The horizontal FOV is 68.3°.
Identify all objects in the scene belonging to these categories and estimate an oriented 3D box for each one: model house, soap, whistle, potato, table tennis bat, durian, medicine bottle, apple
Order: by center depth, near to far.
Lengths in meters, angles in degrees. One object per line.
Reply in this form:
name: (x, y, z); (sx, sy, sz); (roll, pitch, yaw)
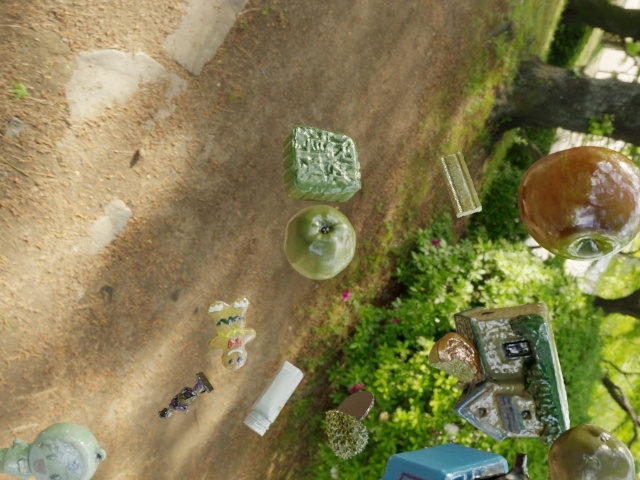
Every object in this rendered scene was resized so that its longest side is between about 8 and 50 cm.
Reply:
apple: (0.440, -0.059, 0.798); (0.196, 0.196, 0.196); (-28, 130, -40)
whistle: (-0.521, 0.404, 0.878); (0.067, 0.258, 0.126); (-76, 160, -81)
potato: (0.583, 0.498, 1.028); (0.154, 0.137, 0.200); (-8, 120, -9)
model house: (0.580, 0.414, 1.518); (0.334, 0.342, 0.382); (-6, 85, -62)
durian: (0.094, 0.631, 1.530); (0.186, 0.108, 0.119); (62, 23, -6)
soap: (0.517, -0.212, 1.758); (0.037, 0.092, 0.252); (54, 23, -62)
table tennis bat: (0.110, 0.689, 1.842); (0.022, 0.173, 0.301); (61, 36, -10)
medicine bottle: (-0.214, 0.722, 2.162); (0.324, 0.124, 0.179); (-55, 166, -23)
apple: (0.000, 0.000, 2.193); (0.357, 0.357, 0.357); (-28, 130, -40)

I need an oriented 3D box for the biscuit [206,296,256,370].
biscuit: (-0.280, 0.299, 1.497); (0.158, 0.035, 0.240); (-11, 101, -27)

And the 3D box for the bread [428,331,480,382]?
bread: (0.400, 0.342, 1.408); (0.086, 0.156, 0.125); (-53, -164, 44)

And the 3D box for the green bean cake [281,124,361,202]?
green bean cake: (0.006, -0.235, 1.484); (0.248, 0.125, 0.222); (4, 73, -25)

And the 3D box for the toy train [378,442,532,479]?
toy train: (0.198, 0.428, 0.608); (0.188, 0.265, 0.300); (9, 77, -36)

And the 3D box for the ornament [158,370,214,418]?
ornament: (-0.476, 0.567, 1.670); (0.203, 0.081, 0.088); (-43, 174, -9)
